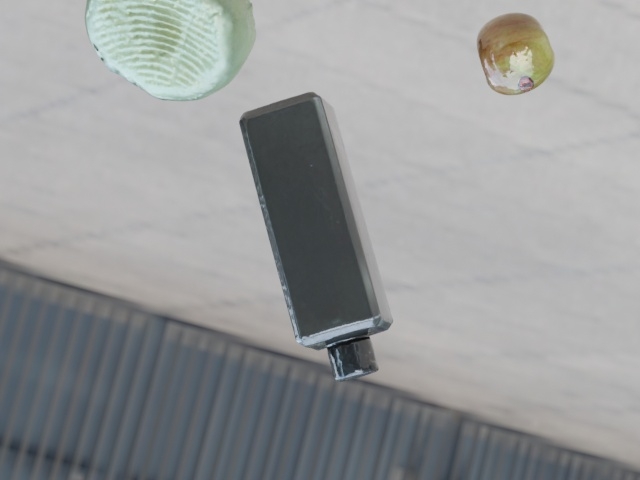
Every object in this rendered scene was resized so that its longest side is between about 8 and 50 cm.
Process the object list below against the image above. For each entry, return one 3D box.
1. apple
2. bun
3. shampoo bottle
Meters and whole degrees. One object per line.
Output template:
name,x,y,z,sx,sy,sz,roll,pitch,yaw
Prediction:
apple,0.190,-0.181,1.893,0.071,0.084,0.084,-15,163,9
bun,-0.164,-0.253,2.186,0.195,0.118,0.195,10,125,14
shampoo bottle,0.000,0.000,1.696,0.079,0.246,0.080,-17,171,10
